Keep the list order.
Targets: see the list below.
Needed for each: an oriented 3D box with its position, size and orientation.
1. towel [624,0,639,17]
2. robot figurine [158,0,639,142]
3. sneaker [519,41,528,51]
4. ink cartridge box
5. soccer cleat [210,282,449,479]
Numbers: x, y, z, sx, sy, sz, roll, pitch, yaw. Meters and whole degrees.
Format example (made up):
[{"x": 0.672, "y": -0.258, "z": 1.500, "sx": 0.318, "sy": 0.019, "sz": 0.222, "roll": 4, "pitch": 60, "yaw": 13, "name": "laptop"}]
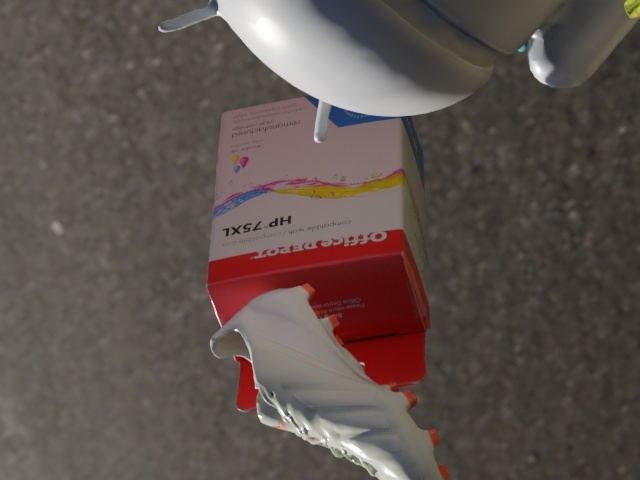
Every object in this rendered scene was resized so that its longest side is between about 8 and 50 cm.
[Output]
[{"x": 0.269, "y": -0.152, "z": 0.950, "sx": 0.102, "sy": 0.237, "sz": 0.021, "roll": 81, "pitch": 171, "yaw": -85, "name": "towel"}, {"x": 0.071, "y": -0.210, "z": 1.055, "sx": 0.300, "sy": 0.353, "sz": 0.200, "roll": 38, "pitch": -164, "yaw": -19, "name": "robot figurine"}, {"x": 0.148, "y": -0.195, "z": 1.405, "sx": 0.110, "sy": 0.275, "sz": 0.107, "roll": 64, "pitch": -170, "yaw": 3, "name": "sneaker"}, {"x": 0.000, "y": 0.000, "z": 1.314, "sx": 0.231, "sy": 0.134, "sz": 0.078, "roll": -89, "pitch": -15, "yaw": -48, "name": "ink cartridge box"}, {"x": 0.006, "y": 0.103, "z": 1.183, "sx": 0.196, "sy": 0.076, "sz": 0.068, "roll": 46, "pitch": 161, "yaw": 41, "name": "soccer cleat"}]
